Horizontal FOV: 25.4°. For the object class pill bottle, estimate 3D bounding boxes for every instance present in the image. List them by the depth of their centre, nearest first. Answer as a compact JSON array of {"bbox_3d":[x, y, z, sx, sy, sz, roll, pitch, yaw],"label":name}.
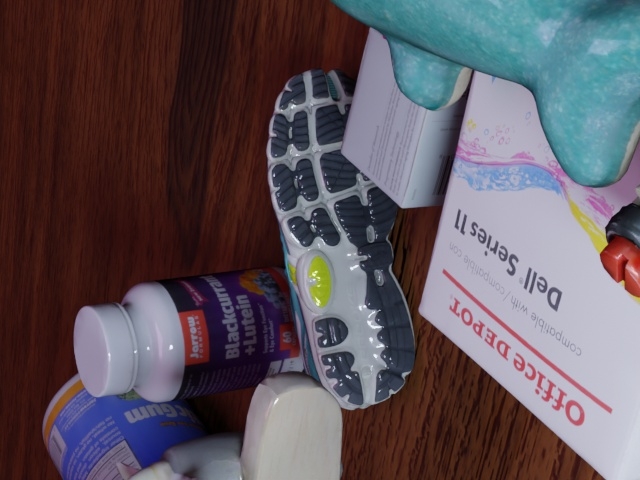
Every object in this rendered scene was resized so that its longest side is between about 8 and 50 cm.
[{"bbox_3d":[-0.114,0.085,1.257,0.108,0.193,0.108,18,112,57],"label":"pill bottle"},{"bbox_3d":[-0.163,0.251,1.413,0.272,0.152,0.152,47,134,44],"label":"pill bottle"}]

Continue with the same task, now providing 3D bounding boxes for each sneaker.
[{"bbox_3d":[0.000,0.000,1.147,0.110,0.107,0.275,177,87,-69],"label":"sneaker"}]

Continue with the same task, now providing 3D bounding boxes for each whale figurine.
[{"bbox_3d":[0.075,-0.150,0.717,0.272,0.141,0.216,62,141,33],"label":"whale figurine"}]

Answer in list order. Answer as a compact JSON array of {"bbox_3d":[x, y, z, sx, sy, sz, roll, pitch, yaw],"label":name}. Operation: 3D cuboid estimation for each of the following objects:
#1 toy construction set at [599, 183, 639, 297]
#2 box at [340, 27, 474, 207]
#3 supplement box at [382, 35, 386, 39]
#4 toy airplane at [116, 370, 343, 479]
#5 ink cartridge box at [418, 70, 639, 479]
[{"bbox_3d":[0.244,0.046,0.609,0.215,0.151,0.328,33,145,63],"label":"toy construction set"},{"bbox_3d":[0.085,-0.087,0.980,0.087,0.101,0.102,45,131,47],"label":"box"},{"bbox_3d":[0.113,-0.235,0.896,0.111,0.114,0.220,16,111,57],"label":"supplement box"},{"bbox_3d":[-0.061,0.313,1.045,0.272,0.384,0.386,24,75,32],"label":"toy airplane"},{"bbox_3d":[0.175,-0.005,0.824,0.207,0.119,0.354,42,129,49],"label":"ink cartridge box"}]
